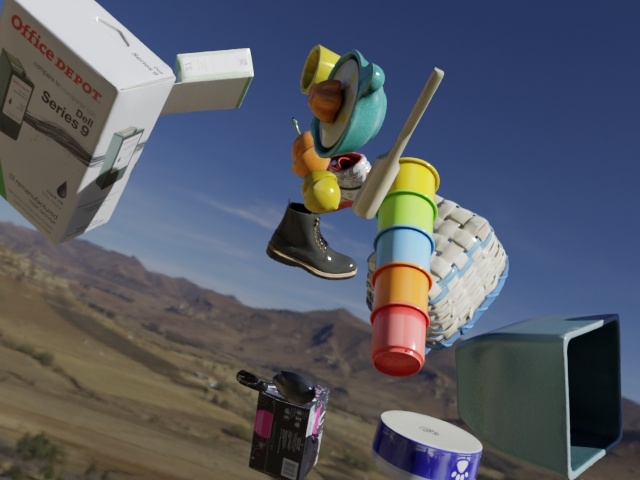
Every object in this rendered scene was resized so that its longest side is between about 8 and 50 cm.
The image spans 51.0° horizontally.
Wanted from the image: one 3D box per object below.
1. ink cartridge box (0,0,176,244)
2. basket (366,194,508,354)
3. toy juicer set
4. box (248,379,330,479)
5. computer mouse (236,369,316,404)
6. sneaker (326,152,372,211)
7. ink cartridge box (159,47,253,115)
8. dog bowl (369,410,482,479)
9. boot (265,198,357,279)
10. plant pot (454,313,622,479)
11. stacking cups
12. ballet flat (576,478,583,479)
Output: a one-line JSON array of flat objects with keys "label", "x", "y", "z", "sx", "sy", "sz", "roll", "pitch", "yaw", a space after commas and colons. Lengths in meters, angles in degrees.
[{"label": "ink cartridge box", "x": -0.363, "y": -0.174, "z": 0.949, "sx": 0.211, "sy": 0.289, "sz": 0.121, "roll": 40, "pitch": 33, "yaw": 7}, {"label": "basket", "x": 0.209, "y": 0.073, "z": 1.181, "sx": 0.201, "sy": 0.255, "sz": 0.289, "roll": 30, "pitch": -23, "yaw": 38}, {"label": "toy juicer set", "x": 0.017, "y": -0.129, "z": 0.823, "sx": 0.089, "sy": 0.209, "sz": 0.329, "roll": 14, "pitch": 13, "yaw": -22}, {"label": "box", "x": -0.084, "y": 0.519, "z": 1.860, "sx": 0.163, "sy": 0.247, "sz": 0.142, "roll": 15, "pitch": 18, "yaw": 19}, {"label": "computer mouse", "x": -0.103, "y": 0.308, "z": 1.409, "sx": 0.242, "sy": 0.041, "sz": 0.071, "roll": -6, "pitch": -56, "yaw": 46}, {"label": "sneaker", "x": 0.045, "y": -0.149, "z": 1.674, "sx": 0.270, "sy": 0.090, "sz": 0.145, "roll": 4, "pitch": -45, "yaw": 52}, {"label": "ink cartridge box", "x": -0.241, "y": -0.258, "z": 1.131, "sx": 0.235, "sy": 0.056, "sz": 0.171, "roll": -9, "pitch": -4, "yaw": -16}, {"label": "dog bowl", "x": 0.261, "y": 0.519, "z": 1.664, "sx": 0.264, "sy": 0.104, "sz": 0.265, "roll": 14, "pitch": 3, "yaw": -1}, {"label": "boot", "x": 0.000, "y": 0.000, "z": 1.394, "sx": 0.197, "sy": 0.137, "sz": 0.077, "roll": 14, "pitch": 33, "yaw": -14}, {"label": "plant pot", "x": 0.397, "y": 0.269, "z": 1.270, "sx": 0.252, "sy": 0.248, "sz": 0.247, "roll": 0, "pitch": 4, "yaw": 43}, {"label": "stacking cups", "x": 0.116, "y": 0.028, "z": 0.890, "sx": 0.096, "sy": 0.316, "sz": 0.096, "roll": 3, "pitch": -41, "yaw": 3}, {"label": "ballet flat", "x": 0.449, "y": 0.437, "z": 1.020, "sx": 0.052, "sy": 0.057, "sz": 0.168, "roll": -1, "pitch": 35, "yaw": -20}]
